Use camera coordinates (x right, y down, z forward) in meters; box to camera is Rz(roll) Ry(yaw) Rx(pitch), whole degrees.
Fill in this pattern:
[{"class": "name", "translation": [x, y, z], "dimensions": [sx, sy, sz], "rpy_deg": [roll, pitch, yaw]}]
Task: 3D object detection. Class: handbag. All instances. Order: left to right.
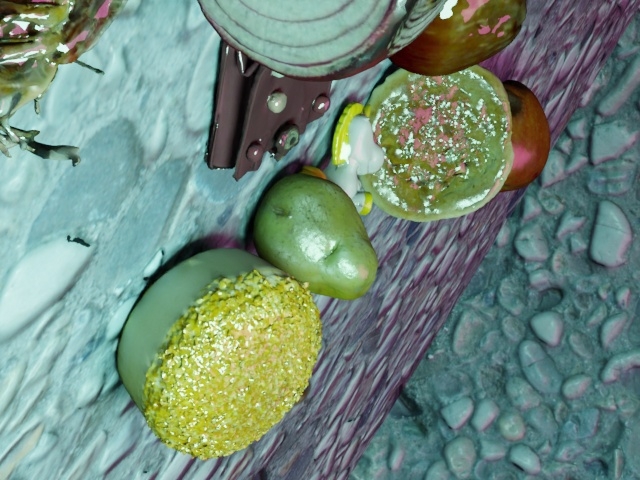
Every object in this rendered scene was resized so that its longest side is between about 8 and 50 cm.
[{"class": "handbag", "translation": [-0.048, -0.192, 1.397], "dimensions": [0.203, 0.074, 0.216], "rpy_deg": [-42, 155, -42]}]

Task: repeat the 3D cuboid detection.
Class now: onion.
[{"class": "onion", "translation": [0.034, -0.326, 1.071], "dimensions": [0.260, 0.282, 0.337], "rpy_deg": [-41, 154, -38]}]

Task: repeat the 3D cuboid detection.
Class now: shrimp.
[{"class": "shrimp", "translation": [-0.256, -0.124, 0.888], "dimensions": [0.145, 0.116, 0.343], "rpy_deg": [29, 94, -48]}]

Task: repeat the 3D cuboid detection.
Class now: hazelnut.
[{"class": "hazelnut", "translation": [0.181, -0.339, 1.574], "dimensions": [0.217, 0.217, 0.251], "rpy_deg": [-47, 159, -34]}]

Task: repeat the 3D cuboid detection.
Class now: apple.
[{"class": "apple", "translation": [0.314, -0.199, 2.148], "dimensions": [0.230, 0.230, 0.230], "rpy_deg": [-51, 160, -27]}]

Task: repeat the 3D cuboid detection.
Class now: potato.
[{"class": "potato", "translation": [0.000, 0.000, 1.631], "dimensions": [0.157, 0.194, 0.157], "rpy_deg": [-47, 170, -11]}]

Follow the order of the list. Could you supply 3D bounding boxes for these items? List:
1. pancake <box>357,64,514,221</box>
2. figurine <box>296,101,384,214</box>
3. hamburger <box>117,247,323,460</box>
[{"class": "pancake", "translation": [0.181, -0.159, 1.821], "dimensions": [0.049, 0.282, 0.282], "rpy_deg": [-105, -141, -72]}, {"class": "figurine", "translation": [0.044, -0.125, 1.734], "dimensions": [0.129, 0.109, 0.178], "rpy_deg": [41, 75, -49]}, {"class": "hamburger", "translation": [-0.122, 0.151, 1.491], "dimensions": [0.276, 0.179, 0.294], "rpy_deg": [-43, 148, -14]}]
